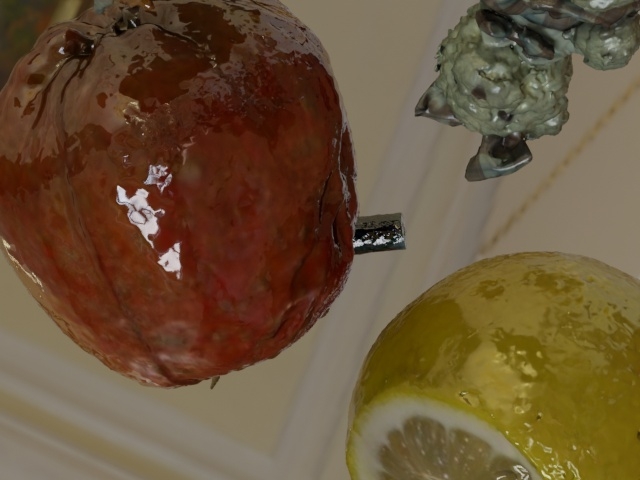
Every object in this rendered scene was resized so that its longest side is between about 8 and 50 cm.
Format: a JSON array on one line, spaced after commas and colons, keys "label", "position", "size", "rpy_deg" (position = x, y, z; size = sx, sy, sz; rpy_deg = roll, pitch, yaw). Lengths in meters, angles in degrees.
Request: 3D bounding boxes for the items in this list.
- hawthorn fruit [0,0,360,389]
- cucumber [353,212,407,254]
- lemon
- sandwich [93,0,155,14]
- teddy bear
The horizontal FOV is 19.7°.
[{"label": "hawthorn fruit", "position": [-0.089, -0.041, 1.196], "size": [0.258, 0.262, 0.258], "rpy_deg": [-30, -2, -1]}, {"label": "cucumber", "position": [0.000, 0.000, 1.429], "size": [0.032, 0.133, 0.032], "rpy_deg": [-6, -90, -81]}, {"label": "lemon", "position": [0.149, 0.116, 1.190], "size": [0.219, 0.240, 0.240], "rpy_deg": [-39, -11, -39]}, {"label": "sandwich", "position": [-0.116, -0.233, 1.050], "size": [0.109, 0.185, 0.160], "rpy_deg": [-2, 29, 43]}, {"label": "teddy bear", "position": [0.112, -0.131, 0.981], "size": [0.111, 0.133, 0.213], "rpy_deg": [-51, -13, -26]}]
